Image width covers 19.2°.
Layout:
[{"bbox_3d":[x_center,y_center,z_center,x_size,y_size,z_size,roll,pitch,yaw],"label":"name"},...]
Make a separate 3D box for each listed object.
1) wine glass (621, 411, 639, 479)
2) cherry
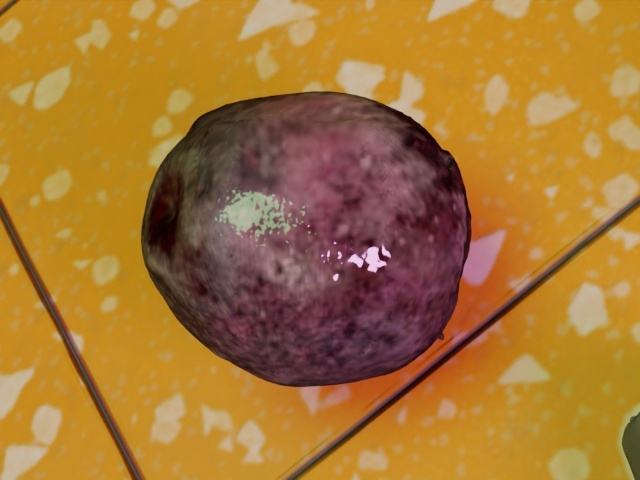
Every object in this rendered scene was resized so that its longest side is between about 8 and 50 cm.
[{"bbox_3d":[0.223,0.185,0.938,0.103,0.103,0.231,-25,53,18],"label":"wine glass"},{"bbox_3d":[-0.009,-0.001,1.110,0.195,0.195,0.195,-14,60,25],"label":"cherry"}]
